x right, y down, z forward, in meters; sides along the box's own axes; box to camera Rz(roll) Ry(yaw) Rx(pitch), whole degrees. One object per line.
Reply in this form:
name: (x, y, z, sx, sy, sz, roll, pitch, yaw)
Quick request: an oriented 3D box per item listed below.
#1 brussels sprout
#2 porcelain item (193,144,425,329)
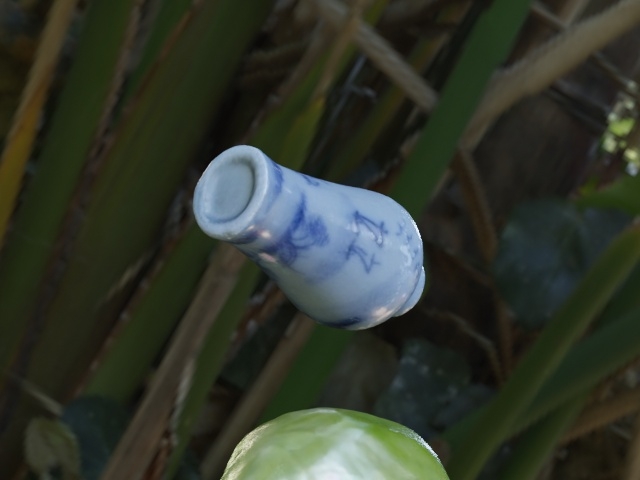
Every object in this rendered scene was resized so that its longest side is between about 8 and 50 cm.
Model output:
brussels sprout: (0.014, 0.333, 1.527, 0.328, 0.328, 0.247, 31, -14, -9)
porcelain item: (0.000, 0.000, 1.365, 0.141, 0.141, 0.259, 30, -1, 44)
